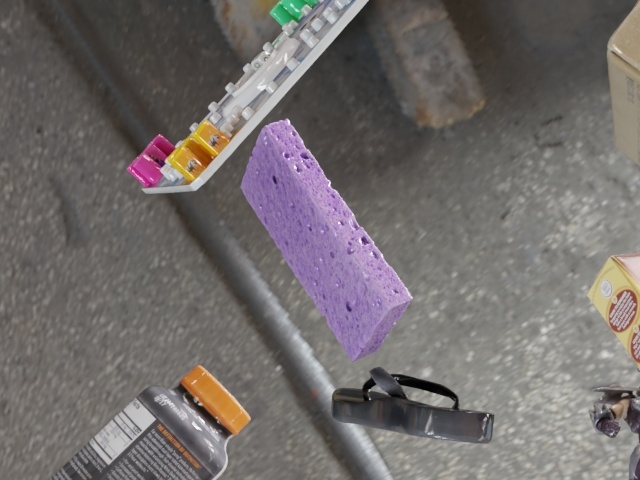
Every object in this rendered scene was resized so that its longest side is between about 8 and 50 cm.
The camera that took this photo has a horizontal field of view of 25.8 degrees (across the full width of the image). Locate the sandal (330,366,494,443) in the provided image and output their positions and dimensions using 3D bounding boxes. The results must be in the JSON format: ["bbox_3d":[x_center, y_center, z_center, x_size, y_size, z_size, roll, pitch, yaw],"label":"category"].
[{"bbox_3d":[0.085,0.142,1.240,0.097,0.254,0.054,8,84,-21],"label":"sandal"}]

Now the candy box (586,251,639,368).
[{"bbox_3d":[0.310,0.088,1.122,0.109,0.053,0.186,-7,47,-31],"label":"candy box"}]

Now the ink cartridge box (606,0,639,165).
[{"bbox_3d":[0.220,-0.033,0.575,0.193,0.235,0.088,37,93,13],"label":"ink cartridge box"}]

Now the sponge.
[{"bbox_3d":[0.000,0.000,1.281,0.031,0.117,0.210,-25,70,-26],"label":"sponge"}]

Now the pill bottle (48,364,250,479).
[{"bbox_3d":[-0.192,0.251,1.545,0.246,0.130,0.130,-43,87,-9],"label":"pill bottle"}]

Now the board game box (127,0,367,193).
[{"bbox_3d":[-0.088,-0.222,1.846,0.050,0.390,0.390,43,80,-13],"label":"board game box"}]

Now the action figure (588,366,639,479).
[{"bbox_3d":[0.450,0.285,1.863,0.185,0.099,0.285,2,56,8],"label":"action figure"}]
